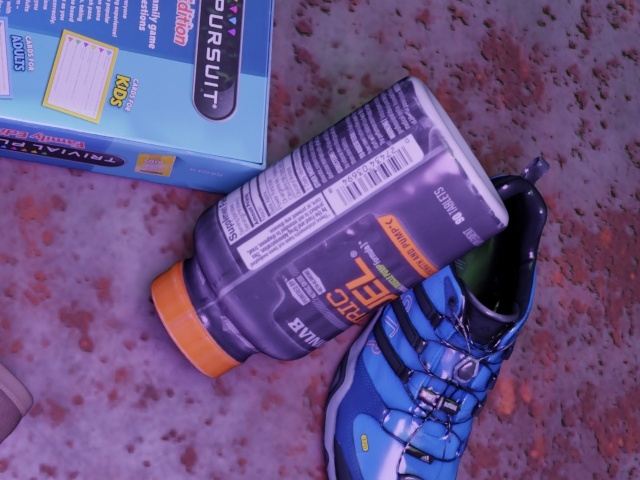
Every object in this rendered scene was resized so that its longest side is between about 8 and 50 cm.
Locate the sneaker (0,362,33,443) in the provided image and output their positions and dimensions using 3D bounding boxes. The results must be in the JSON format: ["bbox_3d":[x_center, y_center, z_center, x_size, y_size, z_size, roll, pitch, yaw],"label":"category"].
[{"bbox_3d":[-0.287,0.076,1.022,0.188,0.066,0.071,40,69,-6],"label":"sneaker"}]

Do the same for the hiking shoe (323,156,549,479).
[{"bbox_3d":[0.085,0.082,1.115,0.113,0.132,0.304,20,72,-14],"label":"hiking shoe"}]

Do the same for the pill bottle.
[{"bbox_3d":[0.000,0.000,1.067,0.246,0.130,0.130,-33,90,10],"label":"pill bottle"}]

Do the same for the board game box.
[{"bbox_3d":[-0.202,-0.186,1.095,0.336,0.079,0.253,9,72,-20],"label":"board game box"}]
